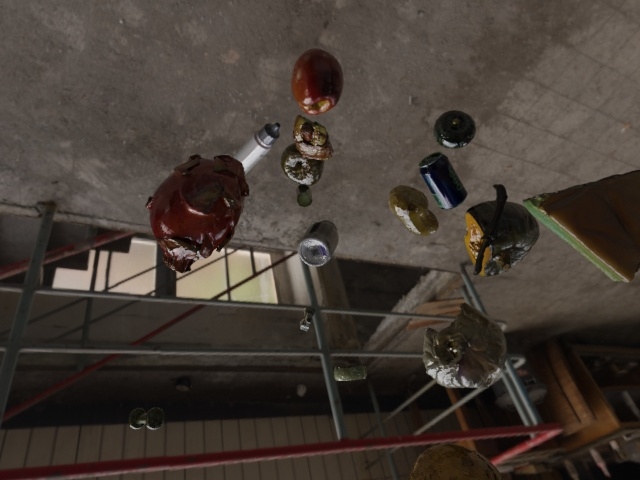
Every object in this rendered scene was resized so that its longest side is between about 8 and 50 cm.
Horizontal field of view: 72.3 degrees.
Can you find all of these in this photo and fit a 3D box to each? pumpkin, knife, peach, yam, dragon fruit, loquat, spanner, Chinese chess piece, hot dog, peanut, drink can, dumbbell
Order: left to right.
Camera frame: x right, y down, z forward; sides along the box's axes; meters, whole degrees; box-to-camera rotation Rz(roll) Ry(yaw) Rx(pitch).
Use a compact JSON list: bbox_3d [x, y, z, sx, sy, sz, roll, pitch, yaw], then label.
[{"bbox_3d":[-0.449,0.458,1.127,0.118,0.052,0.046,-19,168,40],"label":"dumbbell"},{"bbox_3d":[-0.318,-0.079,1.124,0.250,0.250,0.315,21,109,-36],"label":"dragon fruit"},{"bbox_3d":[-0.088,-0.363,2.058,0.219,0.162,0.219,13,127,18],"label":"pumpkin"},{"bbox_3d":[-0.069,-0.189,1.816,0.068,0.169,0.068,-2,108,-5],"label":"yam"},{"bbox_3d":[-0.053,0.309,1.746,0.040,0.095,0.325,18,172,-2],"label":"spanner"},{"bbox_3d":[-0.029,-0.341,1.513,0.103,0.146,0.213,-60,159,-6],"label":"hot dog"},{"bbox_3d":[-0.016,-0.612,1.690,0.200,0.243,0.243,3,138,-19],"label":"peach"},{"bbox_3d":[0.076,0.333,1.104,0.084,0.034,0.084,-3,164,-1],"label":"Chinese chess piece"},{"bbox_3d":[0.325,-0.097,1.496,0.236,0.110,0.120,40,93,-27],"label":"peanut"},{"bbox_3d":[0.452,-0.220,1.623,0.118,0.118,0.205,-30,111,17],"label":"drink can"},{"bbox_3d":[0.541,-0.449,1.767,0.167,0.167,0.125,-14,136,-2],"label":"pumpkin"},{"bbox_3d":[0.318,0.604,1.037,0.235,0.235,0.235,-9,141,-8],"label":"loquat"},{"bbox_3d":[0.362,-0.027,0.922,0.021,0.222,0.046,29,159,-25],"label":"knife"},{"bbox_3d":[0.644,-0.007,1.521,0.232,0.242,0.325,-19,149,7],"label":"pumpkin"}]

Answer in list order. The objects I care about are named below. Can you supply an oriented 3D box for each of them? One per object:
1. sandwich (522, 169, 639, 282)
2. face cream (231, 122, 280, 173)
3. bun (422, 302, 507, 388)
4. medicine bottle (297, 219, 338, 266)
[{"bbox_3d":[0.560,-0.017,0.870,0.245,0.212,0.063,-15,174,-2],"label":"sandwich"},{"bbox_3d":[-0.254,-0.369,1.734,0.092,0.092,0.311,18,144,-34],"label":"face cream"},{"bbox_3d":[0.465,0.364,1.436,0.281,0.281,0.205,-40,157,27],"label":"bun"},{"bbox_3d":[0.000,0.000,1.707,0.135,0.215,0.135,6,115,12],"label":"medicine bottle"}]
